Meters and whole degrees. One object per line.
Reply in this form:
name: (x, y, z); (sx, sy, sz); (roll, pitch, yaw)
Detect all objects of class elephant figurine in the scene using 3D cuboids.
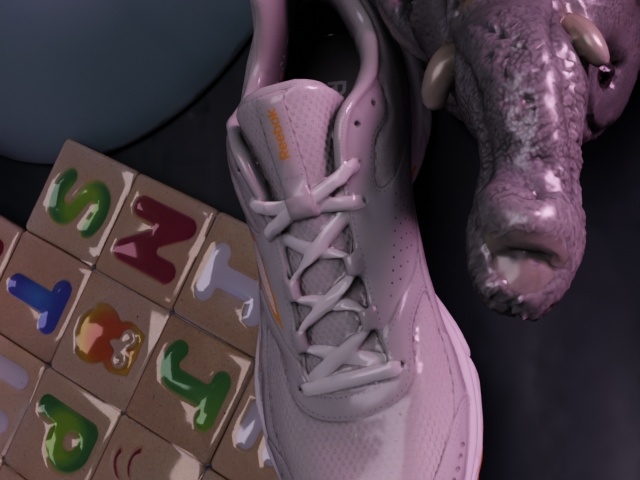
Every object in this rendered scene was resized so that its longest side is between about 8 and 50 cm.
elephant figurine: (0.081, -0.110, 0.404); (0.169, 0.186, 0.240); (3, 106, 64)

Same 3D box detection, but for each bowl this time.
bowl: (-0.176, -0.213, 0.564); (0.311, 0.163, 0.312); (-7, 74, 27)

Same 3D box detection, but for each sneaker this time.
sneaker: (0.000, 0.000, 0.411); (0.099, 0.121, 0.263); (-13, 65, 14)

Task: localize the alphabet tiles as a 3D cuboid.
alphabet tiles: (-0.110, 0.114, 0.511); (0.342, 0.011, 0.285); (25, 89, 28)
